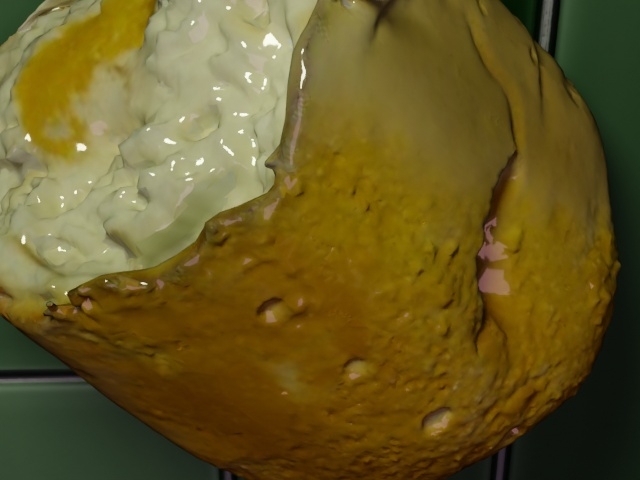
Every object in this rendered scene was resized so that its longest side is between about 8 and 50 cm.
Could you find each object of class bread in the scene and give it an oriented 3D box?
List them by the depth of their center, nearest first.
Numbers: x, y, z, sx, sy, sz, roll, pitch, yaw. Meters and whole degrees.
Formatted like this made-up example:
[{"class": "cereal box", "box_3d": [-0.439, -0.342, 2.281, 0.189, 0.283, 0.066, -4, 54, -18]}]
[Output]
[{"class": "bread", "box_3d": [0.000, 0.000, 1.090, 0.361, 0.250, 0.394, -32, 125, 23]}]
